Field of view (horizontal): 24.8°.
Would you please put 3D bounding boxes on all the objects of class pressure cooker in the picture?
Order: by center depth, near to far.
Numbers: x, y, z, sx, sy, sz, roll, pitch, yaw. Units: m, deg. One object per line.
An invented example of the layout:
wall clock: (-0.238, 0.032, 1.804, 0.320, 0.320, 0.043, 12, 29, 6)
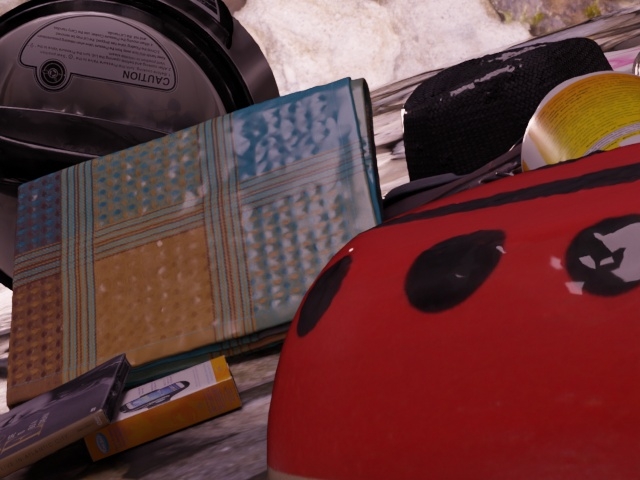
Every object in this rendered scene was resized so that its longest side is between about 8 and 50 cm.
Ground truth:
pressure cooker: (-0.229, -0.107, 1.646, 0.370, 0.375, 0.420, -32, 8, 11)

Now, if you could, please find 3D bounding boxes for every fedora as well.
fedora: (0.200, -0.114, 1.475, 0.334, 0.152, 0.334, -18, 11, 4)

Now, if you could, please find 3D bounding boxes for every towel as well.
towel: (-0.115, 0.002, 1.325, 0.370, 0.040, 0.271, -17, 51, 15)

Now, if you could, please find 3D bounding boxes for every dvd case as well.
dvd case: (-0.255, 0.161, 1.131, 0.221, 0.018, 0.164, -27, 10, 3)

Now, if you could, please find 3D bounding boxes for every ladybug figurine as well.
ladybug figurine: (0.151, 0.046, 0.684, 0.449, 0.162, 0.305, -13, 12, 31)

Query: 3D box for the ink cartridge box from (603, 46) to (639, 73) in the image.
ink cartridge box: (0.349, -0.202, 1.916, 0.330, 0.071, 0.324, -25, 12, -26)

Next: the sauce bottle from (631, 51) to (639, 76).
sauce bottle: (0.403, -0.169, 1.516, 0.111, 0.111, 0.344, -19, 11, -2)

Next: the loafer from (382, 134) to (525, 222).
loafer: (0.161, -0.020, 1.254, 0.302, 0.109, 0.095, -19, 26, 38)

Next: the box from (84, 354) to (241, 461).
box: (-0.131, 0.132, 1.127, 0.136, 0.028, 0.081, -22, 10, -4)

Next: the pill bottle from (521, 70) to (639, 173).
pill bottle: (0.200, -0.040, 0.953, 0.117, 0.117, 0.215, -18, 23, 3)
